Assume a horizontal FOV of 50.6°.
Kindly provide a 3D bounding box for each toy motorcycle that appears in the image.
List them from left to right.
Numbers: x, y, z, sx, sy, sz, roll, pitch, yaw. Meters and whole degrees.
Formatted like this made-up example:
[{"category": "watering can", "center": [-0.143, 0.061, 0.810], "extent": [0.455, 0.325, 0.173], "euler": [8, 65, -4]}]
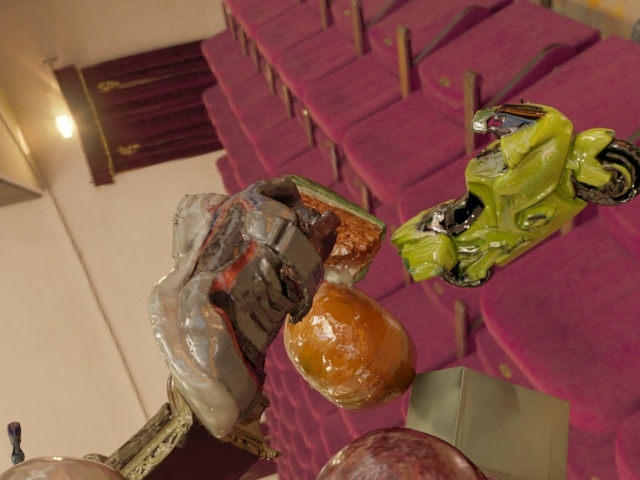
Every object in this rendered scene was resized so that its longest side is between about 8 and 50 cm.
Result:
[{"category": "toy motorcycle", "center": [0.229, -0.056, 0.884], "extent": [0.206, 0.142, 0.342], "euler": [46, 132, -4]}]

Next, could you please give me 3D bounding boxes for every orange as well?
[{"category": "orange", "center": [0.045, 0.175, 1.093], "extent": [0.240, 0.171, 0.240], "euler": [39, 174, 5]}]

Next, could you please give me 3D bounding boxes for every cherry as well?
[{"category": "cherry", "center": [0.106, 0.324, 0.714], "extent": [0.230, 0.203, 0.300], "euler": [57, 180, -24]}]

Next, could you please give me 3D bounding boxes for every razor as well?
[{"category": "razor", "center": [-0.504, 0.347, 1.127], "extent": [0.154, 0.044, 0.028], "euler": [47, 137, 51]}]

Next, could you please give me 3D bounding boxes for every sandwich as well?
[{"category": "sandwich", "center": [-0.008, -0.005, 0.960], "extent": [0.160, 0.185, 0.109], "euler": [-40, -26, -59]}]

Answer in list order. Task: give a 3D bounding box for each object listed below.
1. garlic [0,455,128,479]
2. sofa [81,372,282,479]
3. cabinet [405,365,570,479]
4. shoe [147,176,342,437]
[{"category": "garlic", "center": [-0.276, 0.334, 0.596], "extent": [0.322, 0.322, 0.241], "euler": [103, 146, -71]}, {"category": "sofa", "center": [-0.219, 0.304, 1.010], "extent": [0.200, 0.258, 0.182], "euler": [38, -170, -42]}, {"category": "cabinet", "center": [0.260, 0.305, 1.069], "extent": [0.145, 0.206, 0.150], "euler": [-34, 40, 61]}, {"category": "shoe", "center": [-0.038, 0.030, 0.468], "extent": [0.227, 0.126, 0.099], "euler": [-99, -10, -54]}]
